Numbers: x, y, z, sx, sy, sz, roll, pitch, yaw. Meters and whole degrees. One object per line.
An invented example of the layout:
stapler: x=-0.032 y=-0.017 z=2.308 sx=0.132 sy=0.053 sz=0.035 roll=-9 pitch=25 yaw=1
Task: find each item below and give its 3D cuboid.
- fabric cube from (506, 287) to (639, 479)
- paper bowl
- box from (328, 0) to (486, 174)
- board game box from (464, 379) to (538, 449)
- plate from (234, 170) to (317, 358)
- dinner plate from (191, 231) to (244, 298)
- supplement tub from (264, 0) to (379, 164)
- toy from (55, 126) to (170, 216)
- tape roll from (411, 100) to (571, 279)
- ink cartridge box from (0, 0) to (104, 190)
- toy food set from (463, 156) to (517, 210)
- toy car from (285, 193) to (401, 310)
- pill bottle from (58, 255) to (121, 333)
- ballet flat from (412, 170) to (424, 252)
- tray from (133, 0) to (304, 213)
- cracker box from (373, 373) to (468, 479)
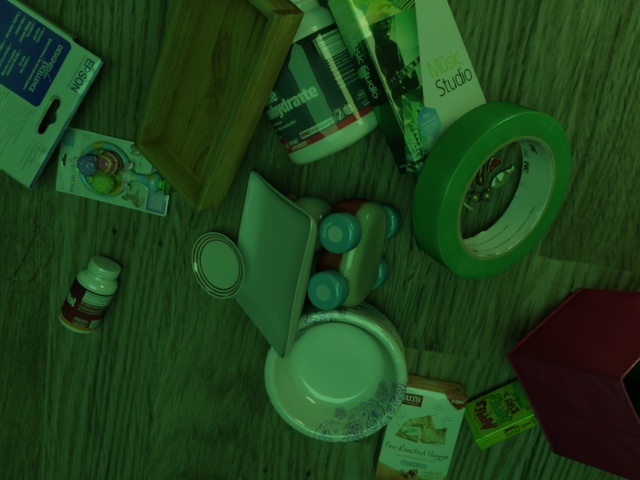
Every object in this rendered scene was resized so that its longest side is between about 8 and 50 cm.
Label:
fabric cube: x=0.563 y=0.262 z=1.156 sx=0.254 sy=0.258 sz=0.259 roll=-35 pitch=104 yaw=-24
paper bowl: x=0.034 y=0.253 z=1.276 sx=0.284 sy=0.148 sz=0.284 roll=1 pitch=105 yaw=5
box: x=0.170 y=-0.309 z=1.102 sx=0.232 sy=0.058 sz=0.322 roll=-34 pitch=104 yaw=-32
board game box: x=0.401 y=0.360 z=1.317 sx=0.181 sy=0.092 sz=0.043 roll=-28 pitch=127 yaw=9
plate: x=-0.087 y=0.037 z=1.180 sx=0.045 sy=0.277 sz=0.278 roll=0 pitch=113 yaw=-30
dinner plate: x=-0.209 y=0.051 z=1.282 sx=0.141 sy=0.017 sz=0.141 roll=8 pitch=105 yaw=29
supplement tub: x=-0.025 y=-0.292 z=1.114 sx=0.191 sy=0.191 sz=0.272 roll=-26 pitch=102 yaw=9
toy: x=-0.419 y=-0.136 z=1.243 sx=0.237 sy=0.056 sz=0.137 roll=13 pitch=104 yaw=-1
tape roll: x=0.313 y=-0.086 z=1.126 sx=0.321 sy=0.077 sz=0.321 roll=-17 pitch=125 yaw=-27
ink cartridge box: x=-0.613 y=-0.308 z=1.202 sx=0.307 sy=0.072 sz=0.304 roll=34 pitch=103 yaw=-9
toy food set: x=0.324 y=-0.118 z=1.234 sx=0.078 sy=0.019 sz=0.122 roll=39 pitch=103 yaw=-8
toy car: x=0.000 y=0.000 z=1.217 sx=0.238 sy=0.219 sz=0.210 roll=20 pitch=108 yaw=27
pill bottle: x=-0.478 y=0.111 z=1.296 sx=0.086 sy=0.086 sz=0.152 roll=29 pitch=103 yaw=-5
ballet flat: x=0.221 y=-0.114 z=1.206 sx=0.096 sy=0.095 sz=0.280 roll=-12 pitch=104 yaw=-7
tray: x=-0.191 y=-0.264 z=1.071 sx=0.203 sy=0.076 sz=0.411 roll=45 pitch=130 yaw=17
cracker box: x=0.215 y=0.416 z=1.357 sx=0.155 sy=0.067 sz=0.232 roll=10 pitch=104 yaw=0
